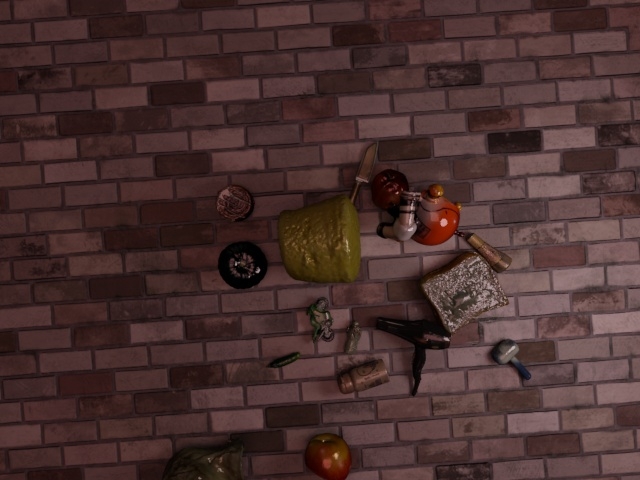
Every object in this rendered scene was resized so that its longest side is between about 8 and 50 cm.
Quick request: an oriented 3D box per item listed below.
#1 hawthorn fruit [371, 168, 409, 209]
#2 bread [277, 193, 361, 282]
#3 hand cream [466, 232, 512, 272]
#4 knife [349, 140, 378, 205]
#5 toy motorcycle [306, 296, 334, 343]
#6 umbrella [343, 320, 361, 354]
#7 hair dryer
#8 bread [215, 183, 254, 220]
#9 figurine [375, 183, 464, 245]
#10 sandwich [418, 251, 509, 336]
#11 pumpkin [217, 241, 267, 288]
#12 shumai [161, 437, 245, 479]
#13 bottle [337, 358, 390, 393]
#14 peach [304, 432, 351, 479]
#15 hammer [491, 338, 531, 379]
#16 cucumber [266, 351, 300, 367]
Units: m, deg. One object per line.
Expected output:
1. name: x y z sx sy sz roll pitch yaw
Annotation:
1. hawthorn fruit: 0.279 -0.215 1.649 0.157 0.194 0.156 -5 58 8
2. bread: 0.000 0.000 1.578 0.308 0.348 0.347 -4 90 5
3. hand cream: 0.693 0.046 1.713 0.203 0.084 0.084 41 90 7
4. knife: 0.178 -0.262 1.728 0.061 0.027 0.342 18 87 2
5. toy motorcycle: -0.003 0.332 1.710 0.106 0.074 0.190 -10 91 9
6. umbrella: 0.136 0.406 1.718 0.067 0.062 0.143 11 91 30
7. hair dryer: 0.368 0.487 1.699 0.304 0.120 0.359 7 105 17
8. bread: -0.357 -0.153 1.702 0.161 0.073 0.160 0 91 0
9. figurine: 0.409 -0.078 1.616 0.324 0.320 0.196 -3 54 -27
10. sandwich: 0.585 0.211 1.696 0.301 0.099 0.271 -30 94 1
11. pumpkin: -0.316 0.101 1.672 0.202 0.140 0.201 2 81 -12
12. shumai: -0.442 0.898 1.641 0.292 0.330 0.288 47 67 -36
13. bottle: 0.175 0.573 1.701 0.209 0.097 0.110 -19 133 1
14. peach: 0.031 0.886 1.655 0.191 0.190 0.192 -8 91 0
15. hammer: 0.812 0.511 1.718 0.116 0.069 0.194 -43 95 -1
16. cucumber: -0.154 0.510 1.725 0.155 0.037 0.037 -21 90 0
